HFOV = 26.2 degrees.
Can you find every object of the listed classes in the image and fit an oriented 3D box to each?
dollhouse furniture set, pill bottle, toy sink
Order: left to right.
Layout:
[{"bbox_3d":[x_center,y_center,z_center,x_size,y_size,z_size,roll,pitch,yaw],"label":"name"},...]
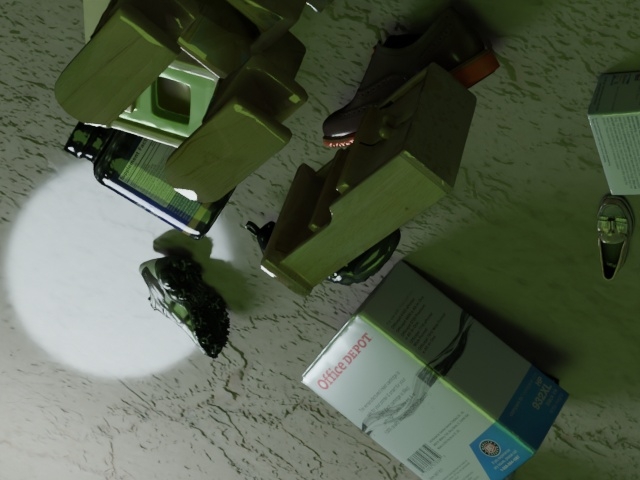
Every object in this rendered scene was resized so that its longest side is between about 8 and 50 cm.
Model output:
[{"bbox_3d":[-0.224,-0.105,1.834,0.219,0.123,0.123,31,141,-9],"label":"pill bottle"},{"bbox_3d":[-0.205,-0.216,1.686,0.234,0.131,0.153,19,141,7],"label":"toy sink"},{"bbox_3d":[-0.070,-0.162,1.477,0.394,0.362,0.256,37,133,-18],"label":"dollhouse furniture set"}]

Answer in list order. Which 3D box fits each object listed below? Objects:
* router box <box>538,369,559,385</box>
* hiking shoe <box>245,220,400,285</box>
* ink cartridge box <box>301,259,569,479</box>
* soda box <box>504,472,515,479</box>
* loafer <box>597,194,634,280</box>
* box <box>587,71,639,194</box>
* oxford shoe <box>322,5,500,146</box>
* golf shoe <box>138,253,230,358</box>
[{"bbox_3d":[0.274,0.214,2.018,0.122,0.038,0.092,27,142,-4],"label":"router box"},{"bbox_3d":[0.000,0.000,1.871,0.226,0.086,0.114,-12,133,37],"label":"hiking shoe"},{"bbox_3d":[0.157,0.208,1.952,0.307,0.129,0.223,39,142,2],"label":"ink cartridge box"},{"bbox_3d":[0.220,0.461,2.292,0.098,0.091,0.286,25,142,0],"label":"soda box"},{"bbox_3d":[0.366,-0.001,1.720,0.045,0.039,0.125,9,140,19],"label":"loafer"},{"bbox_3d":[0.384,-0.121,1.544,0.137,0.072,0.126,0,136,29],"label":"box"},{"bbox_3d":[0.089,-0.190,1.622,0.271,0.097,0.098,-26,97,43],"label":"oxford shoe"},{"bbox_3d":[-0.208,0.097,2.113,0.093,0.077,0.198,4,132,39],"label":"golf shoe"}]
